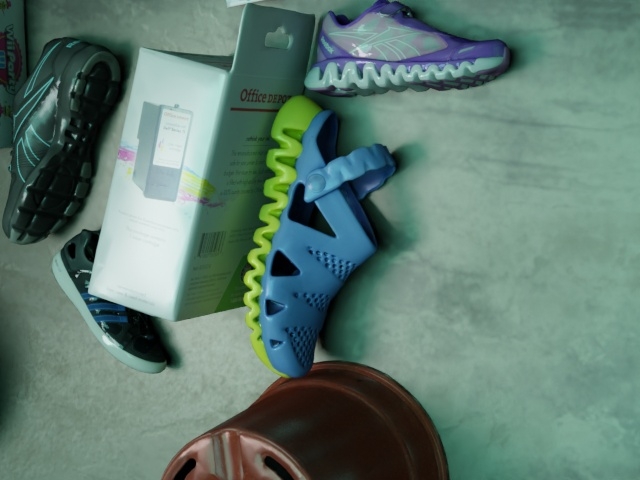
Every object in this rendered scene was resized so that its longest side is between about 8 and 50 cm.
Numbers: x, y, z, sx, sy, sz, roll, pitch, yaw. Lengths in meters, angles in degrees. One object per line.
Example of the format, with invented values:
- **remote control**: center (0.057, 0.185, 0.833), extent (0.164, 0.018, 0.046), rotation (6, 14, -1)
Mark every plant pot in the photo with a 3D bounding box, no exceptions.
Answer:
- **plant pot**: center (-0.032, 0.283, 1.663), extent (0.272, 0.265, 0.272), rotation (2, 94, 25)

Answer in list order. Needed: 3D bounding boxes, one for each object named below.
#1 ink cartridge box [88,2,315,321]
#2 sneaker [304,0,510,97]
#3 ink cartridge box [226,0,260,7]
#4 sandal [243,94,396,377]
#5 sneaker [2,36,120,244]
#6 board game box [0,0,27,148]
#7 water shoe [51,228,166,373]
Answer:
- **ink cartridge box**: center (-0.129, -0.100, 1.712), extent (0.119, 0.207, 0.353), rotation (18, 100, 21)
- **sneaker**: center (0.092, -0.216, 1.671), extent (0.236, 0.095, 0.104), rotation (0, 86, 25)
- **ink cartridge box**: center (-0.085, -0.333, 1.774), extent (0.063, 0.029, 0.115), rotation (-7, 92, 24)
- **sandal**: center (0.000, 0.000, 1.700), extent (0.138, 0.126, 0.317), rotation (9, 92, 17)
- **sneaker**: center (-0.334, -0.125, 1.879), extent (0.106, 0.101, 0.267), rotation (28, 98, 33)
- **board game box**: center (-0.523, -0.224, 1.946), extent (0.303, 0.097, 0.224), rotation (-1, 94, 24)
- **water shoe**: center (-0.248, 0.072, 1.853), extent (0.203, 0.073, 0.080), rotation (48, 108, 14)
